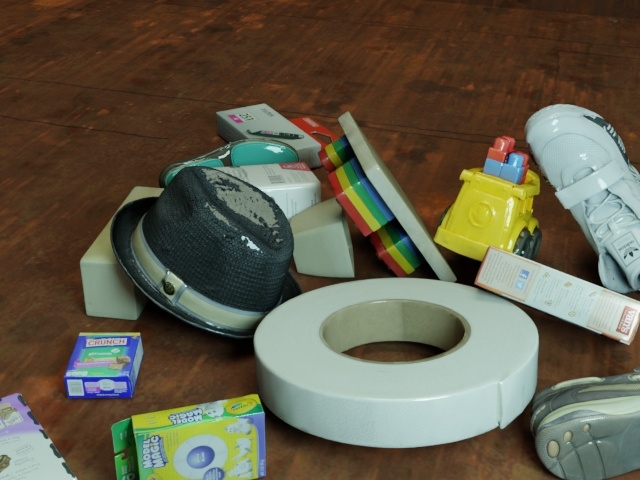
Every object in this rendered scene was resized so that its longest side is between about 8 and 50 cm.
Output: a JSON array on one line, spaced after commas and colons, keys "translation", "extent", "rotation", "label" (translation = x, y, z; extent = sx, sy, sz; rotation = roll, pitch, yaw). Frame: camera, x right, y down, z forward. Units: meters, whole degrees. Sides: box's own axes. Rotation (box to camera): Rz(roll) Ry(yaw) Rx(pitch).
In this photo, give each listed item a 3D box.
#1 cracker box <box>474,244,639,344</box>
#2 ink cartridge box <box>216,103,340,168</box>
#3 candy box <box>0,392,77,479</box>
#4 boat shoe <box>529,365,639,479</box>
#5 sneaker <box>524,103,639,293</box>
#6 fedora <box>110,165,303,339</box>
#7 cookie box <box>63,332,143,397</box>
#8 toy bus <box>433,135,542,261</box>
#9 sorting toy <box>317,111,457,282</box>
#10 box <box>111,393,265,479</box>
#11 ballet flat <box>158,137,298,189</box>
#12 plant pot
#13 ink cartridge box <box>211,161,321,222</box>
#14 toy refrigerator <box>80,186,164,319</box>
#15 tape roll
[{"translation": [0.353, 0.082, 1.385], "extent": [0.232, 0.067, 0.156], "rotation": [21, 0, 17], "label": "cracker box"}, {"translation": [-0.068, -0.234, 2.062], "extent": [0.239, 0.060, 0.275], "rotation": [-15, 33, -25], "label": "ink cartridge box"}, {"translation": [-0.396, 0.281, 1.098], "extent": [0.165, 0.070, 0.196], "rotation": [-17, 33, -30], "label": "candy box"}, {"translation": [0.438, 0.212, 1.191], "extent": [0.355, 0.132, 0.130], "rotation": [-1, 29, -6], "label": "boat shoe"}, {"translation": [0.470, -0.054, 1.518], "extent": [0.137, 0.366, 0.210], "rotation": [-33, 30, 23], "label": "sneaker"}, {"translation": [-0.150, -0.005, 1.438], "extent": [0.334, 0.152, 0.334], "rotation": [22, 30, -14], "label": "fedora"}, {"translation": [-0.305, 0.175, 1.324], "extent": [0.092, 0.040, 0.107], "rotation": [-1, 28, -1], "label": "cookie box"}, {"translation": [0.307, -0.072, 1.590], "extent": [0.149, 0.211, 0.220], "rotation": [20, 15, 24], "label": "toy bus"}, {"translation": [0.100, -0.056, 1.578], "extent": [0.089, 0.255, 0.257], "rotation": [-34, 27, 7], "label": "sorting toy"}, {"translation": [-0.157, 0.251, 1.126], "extent": [0.179, 0.105, 0.043], "rotation": [-7, 29, -13], "label": "box"}, {"translation": [-0.186, -0.153, 1.865], "extent": [0.280, 0.095, 0.096], "rotation": [-11, 18, -12], "label": "ballet flat"}, {"translation": [0.000, 0.000, 1.596], "extent": [0.096, 0.109, 0.109], "rotation": [-10, 28, 5], "label": "plant pot"}, {"translation": [-0.128, -0.071, 1.693], "extent": [0.237, 0.100, 0.172], "rotation": [-5, 18, -10], "label": "ink cartridge box"}, {"translation": [-0.311, 0.014, 1.555], "extent": [0.094, 0.102, 0.269], "rotation": [5, 30, 7], "label": "toy refrigerator"}, {"translation": [0.103, 0.153, 1.284], "extent": [0.392, 0.072, 0.392], "rotation": [-3, 19, 1], "label": "tape roll"}]
